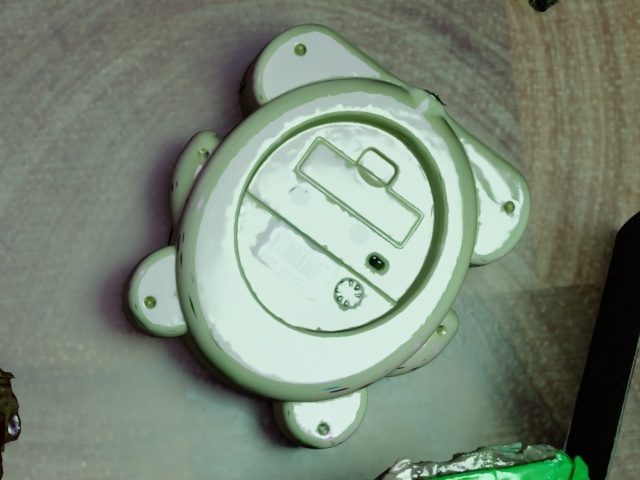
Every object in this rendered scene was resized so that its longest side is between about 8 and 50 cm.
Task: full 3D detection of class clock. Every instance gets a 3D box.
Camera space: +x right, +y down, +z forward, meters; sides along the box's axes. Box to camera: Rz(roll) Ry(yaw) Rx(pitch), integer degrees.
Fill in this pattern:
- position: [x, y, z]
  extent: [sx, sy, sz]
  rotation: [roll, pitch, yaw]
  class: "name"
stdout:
- position: [0.000, 0.000, 1.701]
  extent: [0.284, 0.114, 0.309]
  rotation: [37, 79, -8]
  class: "clock"

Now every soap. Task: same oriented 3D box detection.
- position: [0.109, 0.238, 1.618]
  extent: [0.218, 0.273, 0.098]
  rotation: [-7, 74, -15]
  class: "soap"

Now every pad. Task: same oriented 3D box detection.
- position: [0.242, 0.125, 1.681]
  extent: [0.004, 0.220, 0.330]
  rotation: [15, 79, -1]
  class: "pad"

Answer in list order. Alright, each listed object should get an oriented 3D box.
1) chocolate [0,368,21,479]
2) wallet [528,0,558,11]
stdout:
- position: [-0.298, 0.174, 1.585]
  extent: [0.177, 0.224, 0.206]
  rotation: [-22, 52, -41]
  class: "chocolate"
- position: [0.286, -0.313, 1.798]
  extent: [0.243, 0.133, 0.039]
  rotation: [-35, 56, -15]
  class: "wallet"
